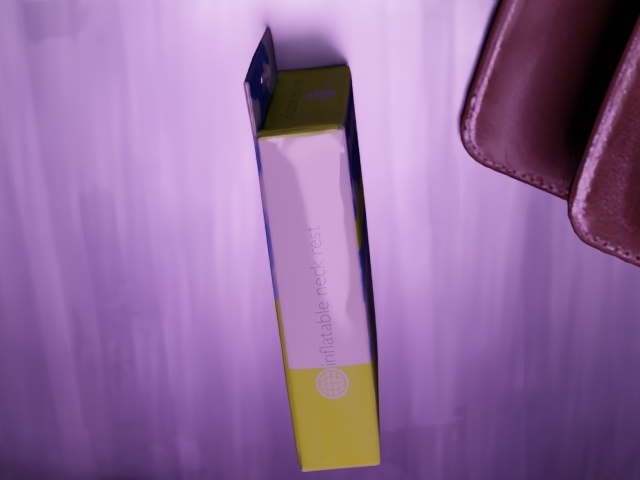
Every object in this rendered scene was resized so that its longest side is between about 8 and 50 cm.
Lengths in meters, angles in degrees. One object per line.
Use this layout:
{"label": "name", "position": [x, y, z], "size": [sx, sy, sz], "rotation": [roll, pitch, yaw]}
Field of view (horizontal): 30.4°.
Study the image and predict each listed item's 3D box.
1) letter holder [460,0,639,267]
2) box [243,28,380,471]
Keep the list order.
{"label": "letter holder", "position": [0.209, -0.114, 0.480], "size": [0.214, 0.152, 0.302], "rotation": [22, 109, -8]}
{"label": "box", "position": [0.000, 0.000, 0.537], "size": [0.042, 0.109, 0.178], "rotation": [-5, 111, 4]}
